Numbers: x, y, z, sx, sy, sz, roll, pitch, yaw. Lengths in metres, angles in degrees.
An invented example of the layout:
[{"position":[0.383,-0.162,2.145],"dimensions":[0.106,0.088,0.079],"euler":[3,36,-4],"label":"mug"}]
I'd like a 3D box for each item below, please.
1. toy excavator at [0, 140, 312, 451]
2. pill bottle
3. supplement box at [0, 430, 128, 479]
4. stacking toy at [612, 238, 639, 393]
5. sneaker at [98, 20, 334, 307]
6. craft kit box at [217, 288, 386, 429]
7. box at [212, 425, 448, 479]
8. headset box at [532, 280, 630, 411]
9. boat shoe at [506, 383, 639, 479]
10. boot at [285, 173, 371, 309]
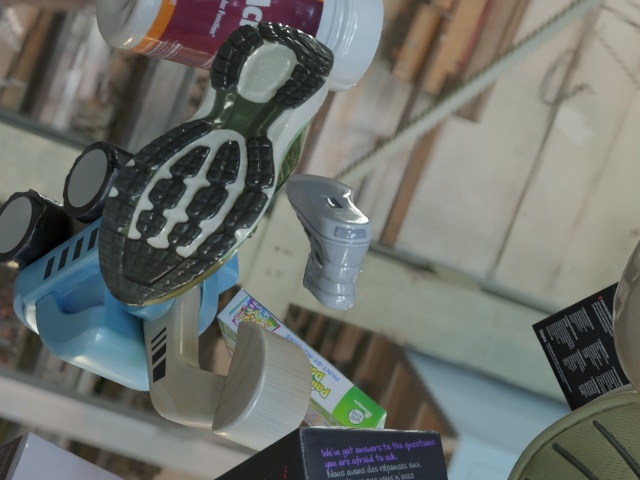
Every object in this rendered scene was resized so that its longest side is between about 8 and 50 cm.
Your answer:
[{"position":[-0.198,0.099,1.784],"dimensions":[0.433,0.222,0.445],"euler":[-29,-130,31],"label":"toy excavator"},{"position":[-0.117,-0.356,2.201],"dimensions":[0.224,0.392,0.224],"euler":[-27,-123,54],"label":"pill bottle"},{"position":[-0.308,0.278,1.509],"dimensions":[0.239,0.130,0.073],"euler":[-28,-143,48],"label":"supplement box"},{"position":[0.428,0.149,0.891],"dimensions":[0.350,0.480,0.350],"euler":[-29,-162,10],"label":"stacking toy"},{"position":[-0.102,-0.054,1.605],"dimensions":[0.410,0.158,0.182],"euler":[-56,162,-38],"label":"sneaker"},{"position":[-0.023,0.188,1.946],"dimensions":[0.061,0.246,0.250],"euler":[-51,169,-13],"label":"craft kit box"},{"position":[0.018,0.300,1.163],"dimensions":[0.165,0.143,0.270],"euler":[-39,-128,49],"label":"box"},{"position":[0.413,0.130,1.616],"dimensions":[0.293,0.110,0.218],"euler":[-28,-137,8],"label":"headset box"},{"position":[0.208,0.224,1.217],"dimensions":[0.103,0.113,0.302],"euler":[-18,149,-56],"label":"boat shoe"},{"position":[0.000,0.000,1.878],"dimensions":[0.258,0.095,0.123],"euler":[-115,-146,-70],"label":"boot"}]
